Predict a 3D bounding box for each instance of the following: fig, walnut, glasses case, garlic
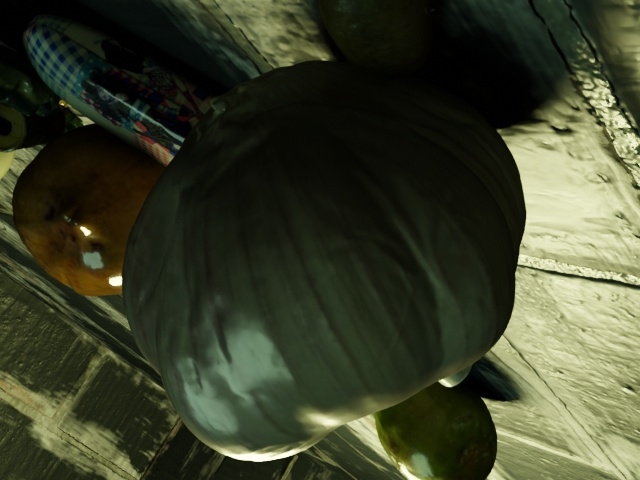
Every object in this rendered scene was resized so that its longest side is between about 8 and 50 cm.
[{"bbox_3d":[0.161,0.256,1.419,0.233,0.167,0.167,65,-175,36],"label":"fig"},{"bbox_3d":[-0.247,-0.034,1.095,0.209,0.209,0.336,33,-176,-7],"label":"walnut"},{"bbox_3d":[-0.160,-0.126,0.994,0.327,0.076,0.125,31,163,3],"label":"glasses case"},{"bbox_3d":[0.000,0.000,0.719,0.317,0.317,0.259,6,125,53],"label":"garlic"}]

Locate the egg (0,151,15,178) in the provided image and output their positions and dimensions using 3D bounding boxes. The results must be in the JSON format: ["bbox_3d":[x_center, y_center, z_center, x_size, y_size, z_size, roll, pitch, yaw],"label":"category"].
[{"bbox_3d":[-0.543,-0.151,1.372,0.242,0.186,0.186,21,160,25],"label":"egg"}]

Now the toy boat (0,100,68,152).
[{"bbox_3d":[-0.353,-0.143,1.144,0.088,0.068,0.226,24,-167,5],"label":"toy boat"}]

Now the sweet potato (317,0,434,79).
[{"bbox_3d":[0.023,-0.172,0.575,0.077,0.077,0.243,23,163,24],"label":"sweet potato"}]

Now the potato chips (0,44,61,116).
[{"bbox_3d":[-0.461,-0.259,0.998,0.429,0.070,0.358,32,180,-11],"label":"potato chips"}]

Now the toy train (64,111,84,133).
[{"bbox_3d":[-0.363,-0.160,1.299,0.093,0.038,0.056,16,154,40],"label":"toy train"}]

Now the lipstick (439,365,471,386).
[{"bbox_3d":[0.083,0.091,1.211,0.264,0.059,0.059,38,161,-22],"label":"lipstick"}]
